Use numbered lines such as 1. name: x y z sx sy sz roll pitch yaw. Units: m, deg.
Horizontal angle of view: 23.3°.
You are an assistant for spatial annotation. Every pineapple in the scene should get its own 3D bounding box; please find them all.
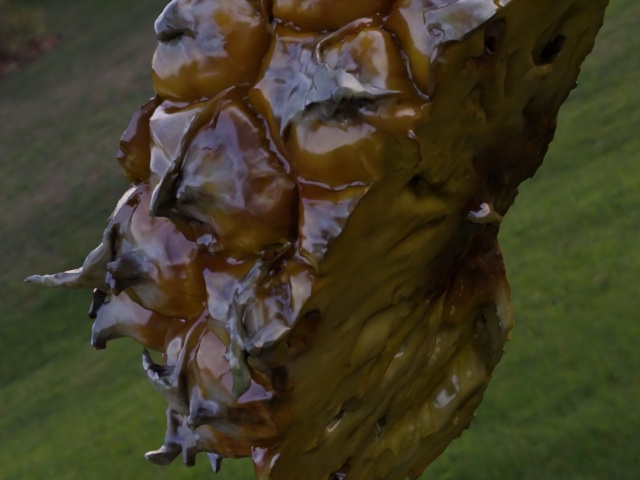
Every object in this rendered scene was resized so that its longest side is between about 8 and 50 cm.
1. pineapple: -0.001 -0.001 0.406 0.135 0.233 0.079 -22 48 -32
